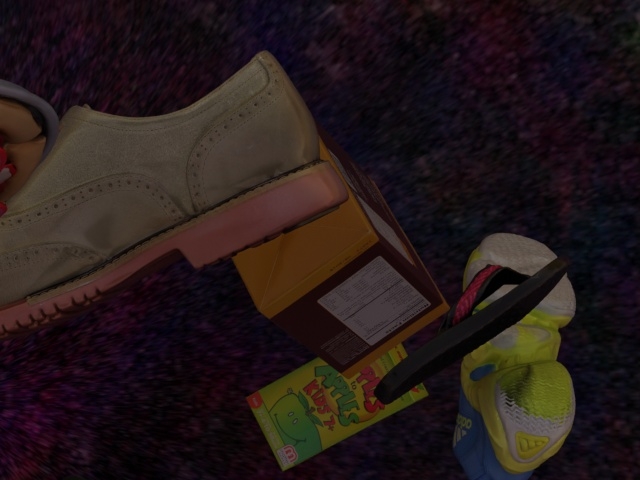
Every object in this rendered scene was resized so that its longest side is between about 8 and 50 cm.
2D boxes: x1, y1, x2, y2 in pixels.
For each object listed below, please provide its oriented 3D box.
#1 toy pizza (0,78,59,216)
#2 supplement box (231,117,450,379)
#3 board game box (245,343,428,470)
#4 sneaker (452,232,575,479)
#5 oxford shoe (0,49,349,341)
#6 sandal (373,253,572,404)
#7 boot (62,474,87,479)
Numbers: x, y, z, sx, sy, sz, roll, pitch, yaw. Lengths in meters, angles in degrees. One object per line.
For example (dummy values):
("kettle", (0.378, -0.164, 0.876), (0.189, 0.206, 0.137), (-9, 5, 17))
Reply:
("toy pizza", (-0.197, -0.008, 0.610), (0.201, 0.201, 0.032), (-18, 78, -15))
("supplement box", (0.000, 0.000, 1.524), (0.129, 0.194, 0.191), (-35, 54, 9))
("board game box", (0.016, 0.169, 1.682), (0.181, 0.043, 0.092), (-31, 81, 25))
("sneaker", (0.136, 0.099, 1.196), (0.091, 0.126, 0.240), (18, 36, -5))
("oxford shoe", (-0.186, -0.019, 1.169), (0.397, 0.140, 0.147), (-21, 91, -2))
("sandal", (0.104, 0.050, 1.081), (0.179, 0.067, 0.040), (-31, 70, -20))
("boot", (-0.193, 0.265, 1.057), (0.077, 0.198, 0.137), (21, 50, 21))
